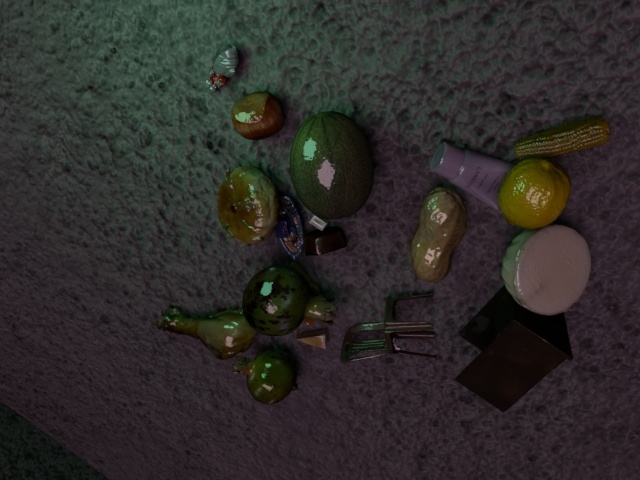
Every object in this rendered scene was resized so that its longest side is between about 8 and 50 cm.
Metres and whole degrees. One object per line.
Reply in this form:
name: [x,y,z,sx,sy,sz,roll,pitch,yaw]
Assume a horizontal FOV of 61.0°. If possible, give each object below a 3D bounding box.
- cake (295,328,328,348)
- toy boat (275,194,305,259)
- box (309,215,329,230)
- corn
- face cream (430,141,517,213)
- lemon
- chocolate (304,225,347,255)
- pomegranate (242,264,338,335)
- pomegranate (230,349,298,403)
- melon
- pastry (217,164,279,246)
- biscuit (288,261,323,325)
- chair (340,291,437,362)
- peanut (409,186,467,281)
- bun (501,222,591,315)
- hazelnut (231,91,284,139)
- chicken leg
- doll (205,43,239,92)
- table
cake: [-0.032,0.355,1.963,0.121,0.052,0.065,-6,116,20]
toy boat: [-0.104,-0.040,1.761,0.100,0.097,0.223,-4,114,23]
box: [0.009,-0.078,1.693,0.050,0.117,0.036,34,124,1]
corn: [0.631,-0.263,1.424,0.231,0.080,0.080,-12,111,28]
face cream: [0.447,-0.181,1.525,0.273,0.096,0.154,21,118,-9]
lemon: [0.563,-0.125,1.435,0.180,0.180,0.193,6,112,15]
chocolate: [0.000,0.000,1.743,0.148,0.125,0.080,-10,96,26]
pomegranate: [-0.110,0.219,1.802,0.305,0.242,0.242,31,123,-18]
pomegranate: [-0.202,0.501,1.988,0.198,0.245,0.198,-11,75,49]
melon: [0.030,-0.212,1.547,0.237,0.237,0.302,-3,112,19]
pastry: [-0.233,-0.109,1.712,0.235,0.120,0.257,-39,72,45]
biscuit: [-0.066,0.187,1.898,0.162,0.035,0.250,-6,113,19]
chair: [0.213,0.292,1.784,0.326,0.176,0.183,-4,124,13]
peanut: [0.346,-0.009,1.611,0.149,0.149,0.313,17,120,9]
bun: [0.615,0.072,1.555,0.263,0.175,0.263,-3,99,-18]
hazelnut: [-0.183,-0.360,1.604,0.150,0.150,0.150,7,118,14]
chicken leg: [-0.429,0.329,2.040,0.429,0.152,0.202,7,102,23]
doll: [-0.288,-0.511,1.599,0.180,0.079,0.094,-42,74,43]
table: [0.568,0.313,1.634,0.196,0.251,0.282,32,121,-1]
